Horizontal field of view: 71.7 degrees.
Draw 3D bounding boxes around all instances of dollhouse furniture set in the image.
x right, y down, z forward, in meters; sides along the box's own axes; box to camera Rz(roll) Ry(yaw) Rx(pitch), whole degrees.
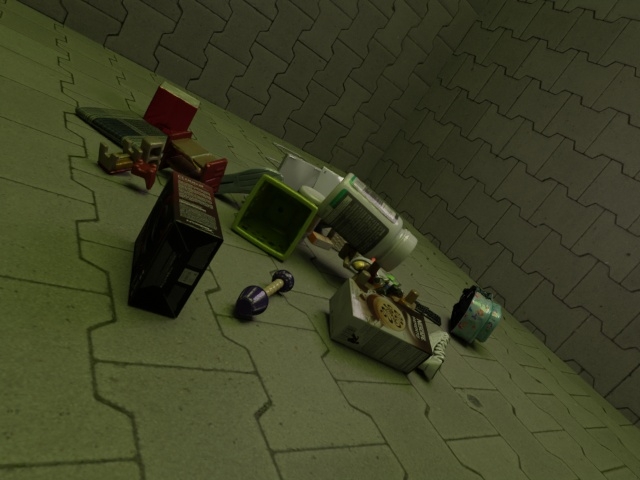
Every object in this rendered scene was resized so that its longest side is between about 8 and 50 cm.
[{"bbox_3d":[-0.517,-0.232,1.475,0.201,0.152,0.374,39,34,14],"label":"dollhouse furniture set"}]

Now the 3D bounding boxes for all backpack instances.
[{"bbox_3d":[0.683,0.338,1.970,0.191,0.225,0.253,34,20,16],"label":"backpack"}]

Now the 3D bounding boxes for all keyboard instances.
[{"bbox_3d":[0.463,0.307,1.983,0.180,0.023,0.108,35,16,-1],"label":"keyboard"}]

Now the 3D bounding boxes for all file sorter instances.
[{"bbox_3d":[-0.170,-0.243,1.879,0.193,0.277,0.173,18,19,-43],"label":"file sorter"}]

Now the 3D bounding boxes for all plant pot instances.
[{"bbox_3d":[-0.151,-0.093,1.591,0.227,0.228,0.207,33,11,-3],"label":"plant pot"}]

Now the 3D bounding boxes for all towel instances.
[{"bbox_3d":[-0.718,-0.411,1.711,0.312,0.056,0.324,33,18,4],"label":"towel"}]

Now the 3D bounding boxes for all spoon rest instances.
[{"bbox_3d":[0.240,0.158,1.866,0.276,0.084,0.137,36,17,8],"label":"spoon rest"}]

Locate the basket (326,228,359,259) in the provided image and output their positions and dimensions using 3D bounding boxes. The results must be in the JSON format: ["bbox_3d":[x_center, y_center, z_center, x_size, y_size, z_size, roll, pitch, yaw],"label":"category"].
[{"bbox_3d":[0.122,0.000,2.032,0.167,0.113,0.103,30,19,-12],"label":"basket"}]

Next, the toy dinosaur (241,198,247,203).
[{"bbox_3d":[-0.260,-0.133,1.706,0.053,0.092,0.183,36,17,3],"label":"toy dinosaur"}]

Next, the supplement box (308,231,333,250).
[{"bbox_3d":[0.000,0.000,1.931,0.098,0.036,0.062,22,21,-37],"label":"supplement box"}]

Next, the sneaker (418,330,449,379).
[{"bbox_3d":[0.366,0.362,1.517,0.118,0.110,0.292,29,14,14],"label":"sneaker"}]

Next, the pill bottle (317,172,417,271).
[{"bbox_3d":[0.174,-0.063,1.658,0.361,0.204,0.204,43,16,-3],"label":"pill bottle"}]

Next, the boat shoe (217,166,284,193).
[{"bbox_3d":[-0.290,-0.233,1.718,0.302,0.109,0.094,-2,13,-3],"label":"boat shoe"}]

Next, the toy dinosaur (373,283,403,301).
[{"bbox_3d":[0.182,0.212,1.489,0.064,0.268,0.118,-27,100,-50],"label":"toy dinosaur"}]

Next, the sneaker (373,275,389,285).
[{"bbox_3d":[0.202,0.136,1.524,0.083,0.031,0.035,20,9,-46],"label":"sneaker"}]

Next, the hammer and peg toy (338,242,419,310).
[{"bbox_3d":[0.187,0.173,1.648,0.361,0.127,0.266,37,18,10],"label":"hammer and peg toy"}]

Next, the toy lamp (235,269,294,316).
[{"bbox_3d":[-0.148,0.140,1.190,0.080,0.080,0.275,37,14,8],"label":"toy lamp"}]

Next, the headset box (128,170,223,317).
[{"bbox_3d":[-0.330,-0.007,1.000,0.110,0.218,0.293,25,20,-30],"label":"headset box"}]

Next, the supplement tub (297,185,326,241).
[{"bbox_3d":[-0.070,-0.108,1.810,0.144,0.199,0.144,32,17,-11],"label":"supplement tub"}]

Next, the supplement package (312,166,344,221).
[{"bbox_3d":[0.012,-0.188,2.037,0.199,0.198,0.263,29,-10,-16],"label":"supplement package"}]

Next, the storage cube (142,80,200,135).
[{"bbox_3d":[-0.666,-0.570,1.980,0.184,0.193,0.215,27,17,-22],"label":"storage cube"}]

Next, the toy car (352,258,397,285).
[{"bbox_3d":[0.270,0.147,2.005,0.225,0.053,0.239,40,17,19],"label":"toy car"}]

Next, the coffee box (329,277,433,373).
[{"bbox_3d":[0.180,0.261,1.347,0.297,0.119,0.168,28,31,-19],"label":"coffee box"}]
